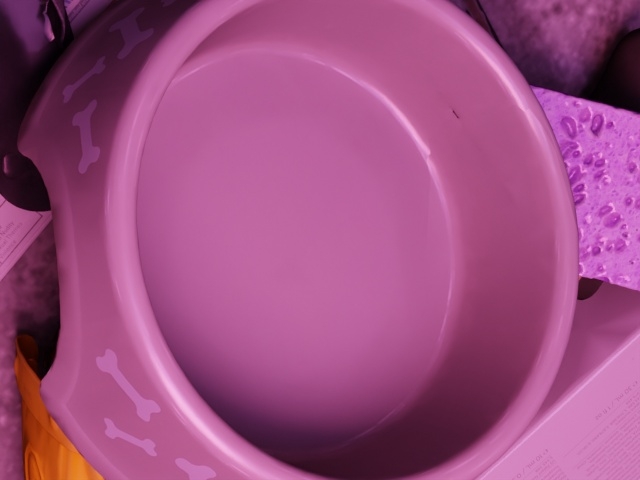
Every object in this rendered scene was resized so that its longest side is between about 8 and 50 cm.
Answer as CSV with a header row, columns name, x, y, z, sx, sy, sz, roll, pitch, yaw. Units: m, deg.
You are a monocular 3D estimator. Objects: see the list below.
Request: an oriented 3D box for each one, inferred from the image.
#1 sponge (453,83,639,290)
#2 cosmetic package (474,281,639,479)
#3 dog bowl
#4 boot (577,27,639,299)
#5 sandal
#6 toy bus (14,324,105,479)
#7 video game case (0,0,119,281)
name,x,y,z,sx,sy,sz,roll,pitch,yaw
sponge,0.181,-0.034,1.110,0.210,0.031,0.117,13,99,-9
cosmetic package,0.204,0.212,1.239,0.377,0.097,0.284,-41,117,-7
dog bowl,0.000,0.000,0.946,0.349,0.102,0.348,6,79,-32
boot,0.157,-0.063,1.144,0.137,0.077,0.198,14,99,-22
sandal,-0.180,-0.133,0.924,0.097,0.054,0.254,-30,115,-13
toy bus,-0.082,0.160,1.060,0.220,0.149,0.211,-2,108,-26
video game case,-0.206,-0.112,0.975,0.210,0.042,0.232,40,88,-29
